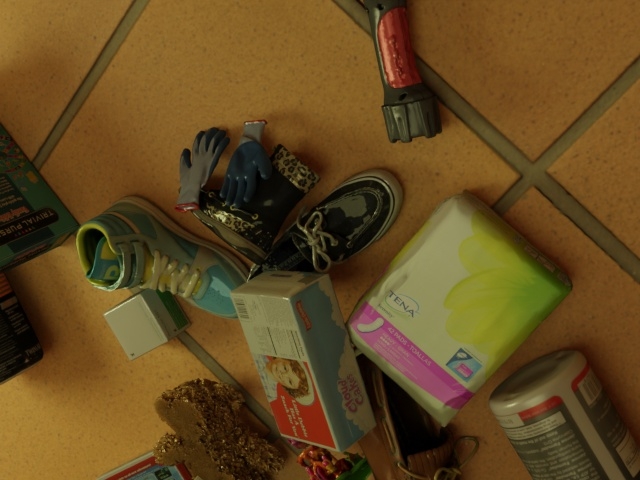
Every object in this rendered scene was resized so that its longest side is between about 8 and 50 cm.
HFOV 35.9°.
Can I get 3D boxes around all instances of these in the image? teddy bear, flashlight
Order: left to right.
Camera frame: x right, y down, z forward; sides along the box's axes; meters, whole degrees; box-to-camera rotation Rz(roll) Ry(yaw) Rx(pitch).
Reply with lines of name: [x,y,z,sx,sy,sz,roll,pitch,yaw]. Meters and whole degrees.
teddy bear: [-0.180,0.391,1.791,0.245,0.113,0.338,-23,104,34]
flashlight: [0.115,-0.296,1.429,0.103,0.103,0.304,-9,102,23]

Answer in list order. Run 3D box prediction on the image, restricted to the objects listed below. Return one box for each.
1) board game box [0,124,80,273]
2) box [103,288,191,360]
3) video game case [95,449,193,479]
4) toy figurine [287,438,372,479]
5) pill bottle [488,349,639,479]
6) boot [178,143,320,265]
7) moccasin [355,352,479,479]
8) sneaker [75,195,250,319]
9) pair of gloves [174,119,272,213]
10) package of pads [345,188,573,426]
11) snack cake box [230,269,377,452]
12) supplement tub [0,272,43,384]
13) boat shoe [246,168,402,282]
board game box: [-0.619,-0.102,1.729,0.079,0.254,0.336,-38,89,30]
box: [-0.310,0.141,1.764,0.102,0.087,0.101,-28,94,29]
video game case: [-0.294,0.550,1.925,0.204,0.025,0.285,-30,93,29]
toy figurine: [-0.006,0.357,1.672,0.159,0.173,0.130,41,107,21]
pill bottle: [0.388,0.321,1.472,0.161,0.161,0.283,-29,93,29]
boot: [-0.116,-0.082,1.610,0.178,0.085,0.236,-52,47,0]
moccasin: [0.165,0.347,1.604,0.147,0.139,0.380,-31,83,37]
sneaker: [-0.272,0.057,1.653,0.319,0.208,0.127,31,115,12]
pair of gloves: [-0.154,-0.119,1.586,0.198,0.023,0.159,-3,64,34]
package of pads: [0.199,0.096,1.496,0.229,0.101,0.296,42,106,7]
snack cake box: [-0.025,0.183,1.525,0.152,0.089,0.264,2,115,48]
supplement tub: [-0.674,0.125,1.861,0.193,0.193,0.316,-22,96,28]
boat shoe: [-0.003,-0.003,1.572,0.306,0.105,0.113,-31,93,29]
